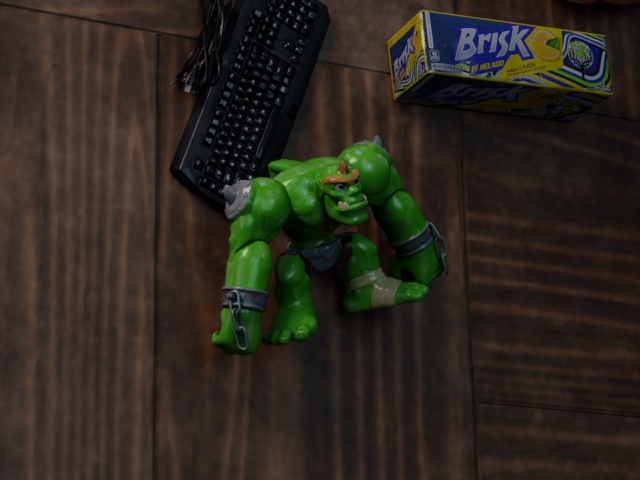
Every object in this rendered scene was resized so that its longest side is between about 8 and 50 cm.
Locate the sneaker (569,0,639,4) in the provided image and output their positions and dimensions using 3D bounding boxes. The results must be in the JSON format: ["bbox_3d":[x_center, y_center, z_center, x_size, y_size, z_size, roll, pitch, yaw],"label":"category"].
[{"bbox_3d":[0.244,-0.352,1.459,0.180,0.124,0.321,-8,87,-33],"label":"sneaker"}]

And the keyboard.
[{"bbox_3d":[-0.054,-0.117,1.262,0.100,0.038,0.192,27,62,-17],"label":"keyboard"}]

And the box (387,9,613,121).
[{"bbox_3d":[0.139,-0.134,1.352,0.169,0.059,0.054,3,69,-26],"label":"box"}]

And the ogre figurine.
[{"bbox_3d":[0.000,0.000,1.222,0.197,0.097,0.118,-17,99,-15],"label":"ogre figurine"}]
